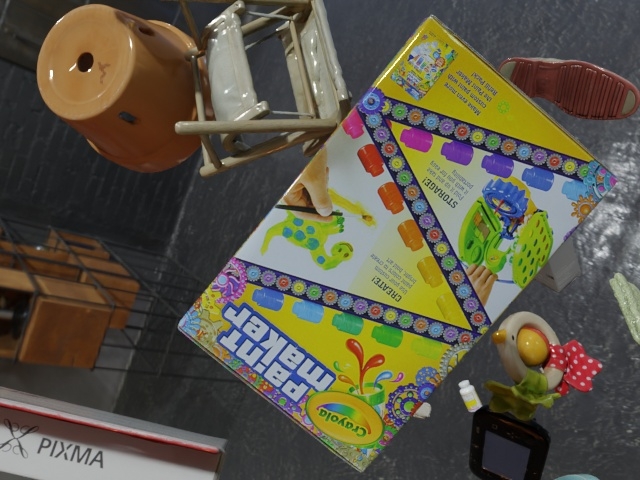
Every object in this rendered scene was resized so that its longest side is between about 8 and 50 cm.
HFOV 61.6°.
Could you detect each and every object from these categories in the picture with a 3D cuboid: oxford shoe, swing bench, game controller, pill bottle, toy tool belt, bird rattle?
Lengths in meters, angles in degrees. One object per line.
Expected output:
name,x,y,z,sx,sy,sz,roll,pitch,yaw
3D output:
oxford shoe,0.608,-0.383,1.294,0.348,0.130,0.123,36,133,39
swing bench,-0.096,-0.264,0.844,0.165,0.255,0.253,82,177,-72
game controller,0.435,0.500,1.259,0.166,0.319,0.067,10,44,22
pill bottle,0.430,0.448,1.549,0.043,0.043,0.083,-26,87,42
toy tool belt,0.270,0.476,1.530,0.051,0.083,0.052,121,170,-72
bird rattle,0.447,0.240,1.086,0.207,0.253,0.143,64,152,6

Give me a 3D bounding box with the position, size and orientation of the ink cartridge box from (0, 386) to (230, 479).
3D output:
ink cartridge box,-0.235,0.180,0.479,0.261,0.296,0.066,113,170,-70

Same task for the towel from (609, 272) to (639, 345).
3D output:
towel,0.517,0.126,0.855,0.027,0.110,0.148,-42,23,35

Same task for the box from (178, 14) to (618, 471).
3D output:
box,0.050,-0.006,0.511,0.279,0.177,0.290,-50,4,5

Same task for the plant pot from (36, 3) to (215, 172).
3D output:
plant pot,-0.361,-0.288,0.979,0.291,0.203,0.290,-2,84,18

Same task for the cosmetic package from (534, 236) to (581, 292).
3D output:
cosmetic package,0.645,0.024,1.539,0.107,0.238,0.127,-41,34,-4

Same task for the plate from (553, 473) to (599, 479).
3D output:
plate,0.642,0.662,1.409,0.188,0.188,0.024,-31,86,40
